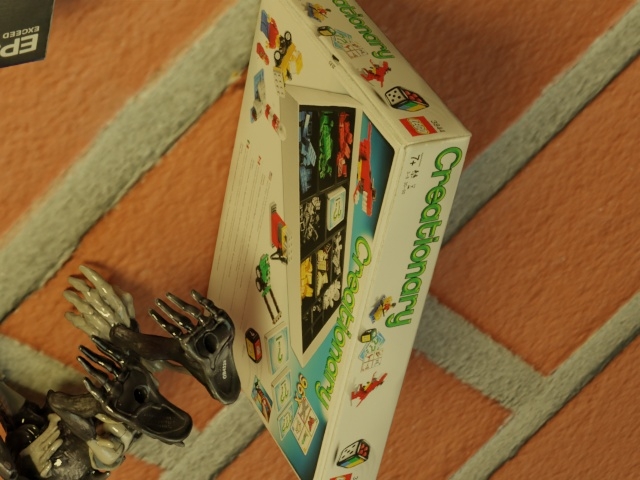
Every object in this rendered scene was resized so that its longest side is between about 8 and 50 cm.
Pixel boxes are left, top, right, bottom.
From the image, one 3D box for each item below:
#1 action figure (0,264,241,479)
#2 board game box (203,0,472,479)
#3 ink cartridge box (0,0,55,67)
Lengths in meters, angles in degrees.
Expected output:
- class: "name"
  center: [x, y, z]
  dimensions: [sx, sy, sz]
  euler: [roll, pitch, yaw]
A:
- class: "action figure"
  center: [-0.168, 0.099, 1.269]
  dimensions: [0.164, 0.141, 0.275]
  euler: [-41, -172, -37]
- class: "board game box"
  center: [0.000, 0.000, 1.249]
  dimensions: [0.053, 0.193, 0.305]
  euler: [-10, 133, -27]
- class: "ink cartridge box"
  center: [-0.216, -0.164, 0.980]
  dimensions: [0.165, 0.065, 0.333]
  euler: [-15, 151, -24]
